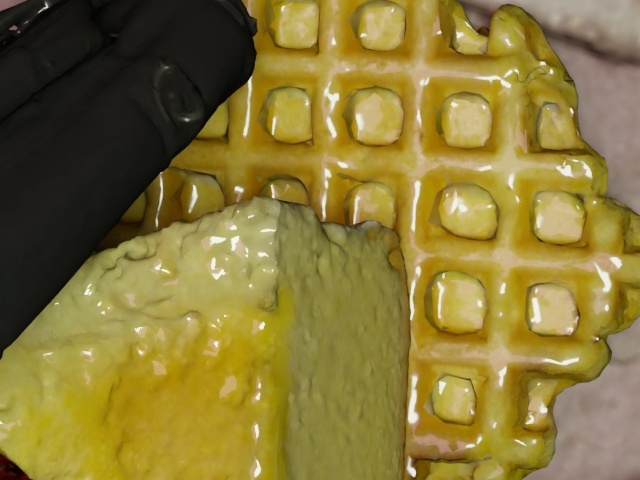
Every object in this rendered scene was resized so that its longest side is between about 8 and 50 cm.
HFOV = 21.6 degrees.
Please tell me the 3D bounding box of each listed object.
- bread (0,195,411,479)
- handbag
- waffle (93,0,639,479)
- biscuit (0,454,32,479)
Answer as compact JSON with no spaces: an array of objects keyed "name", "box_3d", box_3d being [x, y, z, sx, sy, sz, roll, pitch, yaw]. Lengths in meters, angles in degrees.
[{"name":"bread","box_3d":[-0.050,0.086,0.596,0.169,0.140,0.160,-18,74,23]},{"name":"handbag","box_3d":[-0.177,-0.011,0.611,0.275,0.244,0.088,-16,113,35]},{"name":"waffle","box_3d":[-0.001,0.000,0.678,0.245,0.052,0.254,-40,78,12]},{"name":"biscuit","box_3d":[-0.104,0.140,0.649,0.063,0.151,0.235,-37,76,22]}]
